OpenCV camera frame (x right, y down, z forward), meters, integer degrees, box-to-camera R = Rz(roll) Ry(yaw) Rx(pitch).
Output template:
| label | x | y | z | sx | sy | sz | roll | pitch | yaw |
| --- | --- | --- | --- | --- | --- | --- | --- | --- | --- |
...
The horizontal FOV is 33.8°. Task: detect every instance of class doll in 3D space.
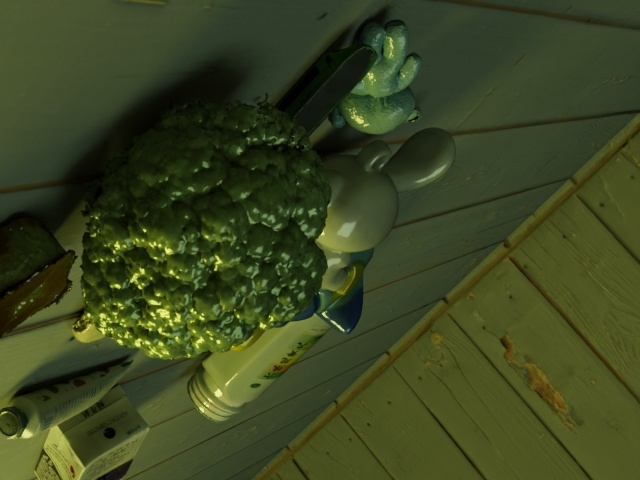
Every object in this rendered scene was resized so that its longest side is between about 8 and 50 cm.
| label | x | y | z | sx | sy | sz | roll | pitch | yaw |
| --- | --- | --- | --- | --- | --- | --- | --- | --- | --- |
| doll | -0.004 | -0.006 | 1.516 | 0.375 | 0.187 | 0.366 | 1 | 133 | -34 |
| doll | 0.070 | -0.206 | 1.290 | 0.120 | 0.075 | 0.180 | 0 | 137 | -1 |

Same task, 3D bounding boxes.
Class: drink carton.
| label | x | y | z | sx | sy | sz | roll | pitch | yaw |
| --- | --- | --- | --- | --- | --- | --- | --- | --- | --- |
| drink carton | -0.385 | 0.353 | 1.766 | 0.134 | 0.102 | 0.222 | -26 | 161 | -36 |

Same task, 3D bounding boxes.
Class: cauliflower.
| label | x | y | z | sx | sy | sz | roll | pitch | yaw |
| --- | --- | --- | --- | --- | --- | --- | --- | --- | --- |
| cauliflower | -0.127 | -0.027 | 1.116 | 0.275 | 0.272 | 0.250 | -11 | -156 | -8 |

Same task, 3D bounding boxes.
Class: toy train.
| label | x | y | z | sx | sy | sz | roll | pitch | yaw |
| --- | --- | --- | --- | --- | --- | --- | --- | --- | --- |
| toy train | -0.018 | -0.160 | 1.233 | 0.209 | 0.042 | 0.044 | -45 | 143 | 20 |

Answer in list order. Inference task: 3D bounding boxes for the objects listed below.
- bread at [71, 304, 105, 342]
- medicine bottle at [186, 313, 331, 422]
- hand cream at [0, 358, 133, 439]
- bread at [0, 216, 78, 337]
| label | x | y | z | sx | sy | sz | roll | pitch | yaw |
| --- | --- | --- | --- | --- | --- | --- | --- | --- | --- |
| bread | -0.213 | 0.043 | 1.374 | 0.251 | 0.039 | 0.181 | -48 | 163 | 28 |
| medicine bottle | -0.106 | 0.196 | 1.938 | 0.324 | 0.124 | 0.179 | -43 | 163 | 20 |
| hand cream | -0.369 | 0.232 | 1.541 | 0.095 | 0.059 | 0.276 | -46 | 169 | 19 |
| bread | -0.317 | 0.043 | 1.058 | 0.140 | 0.069 | 0.128 | -36 | 167 | -25 |
